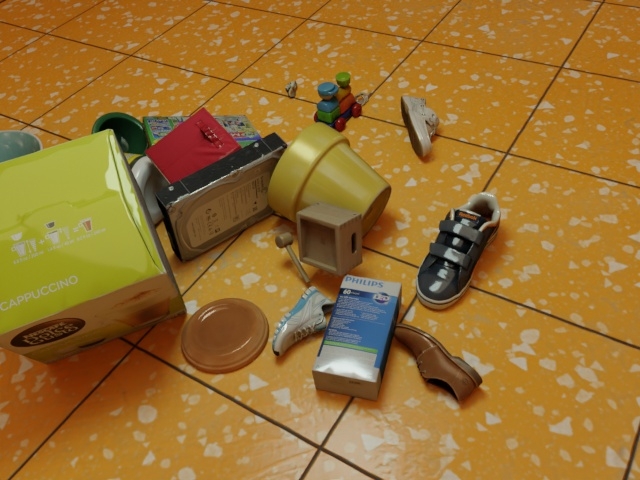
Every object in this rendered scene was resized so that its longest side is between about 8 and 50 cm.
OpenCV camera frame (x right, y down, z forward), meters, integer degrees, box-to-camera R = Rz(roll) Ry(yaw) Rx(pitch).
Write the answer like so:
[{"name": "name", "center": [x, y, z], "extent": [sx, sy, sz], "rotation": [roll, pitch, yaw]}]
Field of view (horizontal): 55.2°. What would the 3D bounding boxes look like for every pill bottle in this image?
[{"name": "pill bottle", "center": [-0.591, -0.152, 1.667], "extent": [0.334, 0.188, 0.188], "rotation": [9, 48, 17]}]

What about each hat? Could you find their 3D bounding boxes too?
[{"name": "hat", "center": [-0.652, -0.292, 1.930], "extent": [0.208, 0.183, 0.173], "rotation": [38, 58, -13]}]

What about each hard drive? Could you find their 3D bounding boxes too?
[{"name": "hard drive", "center": [-0.228, -0.103, 1.531], "extent": [0.339, 0.237, 0.064], "rotation": [-32, 61, -22]}]

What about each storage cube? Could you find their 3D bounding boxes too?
[{"name": "storage cube", "center": [-0.300, -0.187, 1.585], "extent": [0.193, 0.215, 0.184], "rotation": [-39, 62, -7]}]

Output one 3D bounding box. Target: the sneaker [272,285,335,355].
[{"name": "sneaker", "center": [-0.033, 0.183, 1.342], "extent": [0.083, 0.071, 0.191], "rotation": [24, 54, 21]}]

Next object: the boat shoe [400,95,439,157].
[{"name": "boat shoe", "center": [0.301, -0.346, 1.791], "extent": [0.096, 0.098, 0.277], "rotation": [-8, 44, 2]}]

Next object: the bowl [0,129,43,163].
[{"name": "bowl", "center": [-0.913, -0.158, 1.738], "extent": [0.311, 0.163, 0.311], "rotation": [-4, 46, 4]}]

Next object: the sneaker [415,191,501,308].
[{"name": "sneaker", "center": [0.318, 0.010, 1.421], "extent": [0.126, 0.127, 0.321], "rotation": [22, 54, 25]}]

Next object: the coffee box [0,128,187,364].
[{"name": "coffee box", "center": [-0.515, 0.028, 1.296], "extent": [0.337, 0.334, 0.338], "rotation": [-21, 74, -12]}]

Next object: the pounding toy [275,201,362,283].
[{"name": "pounding toy", "center": [-0.004, 0.007, 1.433], "extent": [0.206, 0.181, 0.094], "rotation": [19, 33, 38]}]

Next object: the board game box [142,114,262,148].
[{"name": "board game box", "center": [-0.349, -0.311, 1.805], "extent": [0.317, 0.046, 0.213], "rotation": [-6, 32, -21]}]

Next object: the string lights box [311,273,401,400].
[{"name": "string lights box", "center": [0.084, 0.198, 1.301], "extent": [0.133, 0.077, 0.260], "rotation": [8, 47, 16]}]

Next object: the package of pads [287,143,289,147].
[{"name": "package of pads", "center": [-0.116, -0.249, 1.803], "extent": [0.083, 0.032, 0.050], "rotation": [-25, 45, -16]}]

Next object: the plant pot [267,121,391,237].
[{"name": "plant pot", "center": [0.035, -0.127, 1.528], "extent": [0.239, 0.254, 0.254], "rotation": [34, 57, 16]}]

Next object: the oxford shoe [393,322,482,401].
[{"name": "oxford shoe", "center": [0.220, 0.243, 1.243], "extent": [0.076, 0.076, 0.212], "rotation": [-42, 53, -16]}]

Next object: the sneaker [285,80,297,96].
[{"name": "sneaker", "center": [-0.102, -0.505, 2.060], "extent": [0.037, 0.032, 0.083], "rotation": [-9, 38, 19]}]

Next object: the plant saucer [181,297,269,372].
[{"name": "plant saucer", "center": [-0.216, 0.202, 1.369], "extent": [0.200, 0.037, 0.200], "rotation": [-4, 45, 4]}]

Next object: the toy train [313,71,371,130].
[{"name": "toy train", "center": [0.078, -0.462, 1.905], "extent": [0.105, 0.143, 0.248], "rotation": [26, 55, 29]}]
